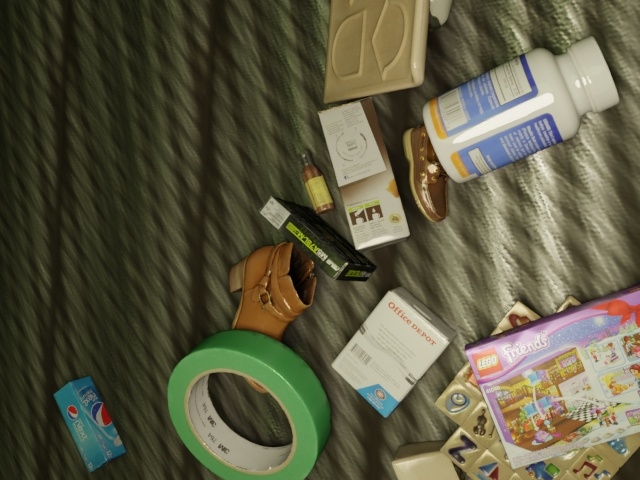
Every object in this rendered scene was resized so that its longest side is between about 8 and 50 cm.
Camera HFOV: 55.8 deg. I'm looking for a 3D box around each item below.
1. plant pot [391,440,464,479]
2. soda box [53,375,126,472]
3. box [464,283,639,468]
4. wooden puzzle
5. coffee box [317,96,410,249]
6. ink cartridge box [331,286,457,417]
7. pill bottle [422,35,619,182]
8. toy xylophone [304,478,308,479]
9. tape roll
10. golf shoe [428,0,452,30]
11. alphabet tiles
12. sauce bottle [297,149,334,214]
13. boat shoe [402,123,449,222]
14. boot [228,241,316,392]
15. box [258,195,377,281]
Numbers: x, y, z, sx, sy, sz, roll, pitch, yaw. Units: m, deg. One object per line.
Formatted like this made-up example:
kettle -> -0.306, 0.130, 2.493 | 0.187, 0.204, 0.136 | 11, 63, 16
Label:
plant pot -> 0.198, 0.415, 1.074 | 0.096, 0.109, 0.109 | -25, 81, 12
soda box -> -0.558, 0.442, 1.460 | 0.071, 0.067, 0.210 | -37, 77, 22
box -> 0.401, 0.213, 0.946 | 0.293, 0.057, 0.201 | -22, 86, 13
wooden puzzle -> 0.108, -0.403, 1.018 | 0.348, 0.080, 0.322 | -165, 79, -66
coffee box -> 0.079, -0.109, 1.076 | 0.098, 0.141, 0.246 | -16, 85, 4
ink cartridge box -> 0.134, 0.201, 1.105 | 0.139, 0.082, 0.191 | 42, 107, 18
pill bottle -> 0.316, -0.209, 0.963 | 0.272, 0.152, 0.152 | -22, 82, 24
toy xylophone -> -0.088, 0.638, 1.230 | 0.236, 0.081, 0.323 | 28, 103, 23
tape roll -> -0.140, 0.330, 1.163 | 0.321, 0.077, 0.321 | 9, 115, 19
golf shoe -> 0.233, -0.497, 1.023 | 0.120, 0.105, 0.273 | 10, 97, 18
alphabet tiles -> 0.369, 0.276, 0.991 | 0.285, 0.011, 0.342 | 38, 99, 11
sauce bottle -> -0.011, -0.115, 1.187 | 0.042, 0.042, 0.128 | -22, 83, 25
boat shoe -> 0.195, -0.121, 1.066 | 0.060, 0.064, 0.178 | -18, 81, 47
boot -> -0.077, 0.145, 1.165 | 0.220, 0.109, 0.283 | -21, 70, 47
box -> 0.000, 0.000, 1.106 | 0.190, 0.184, 0.045 | 42, 98, 18
